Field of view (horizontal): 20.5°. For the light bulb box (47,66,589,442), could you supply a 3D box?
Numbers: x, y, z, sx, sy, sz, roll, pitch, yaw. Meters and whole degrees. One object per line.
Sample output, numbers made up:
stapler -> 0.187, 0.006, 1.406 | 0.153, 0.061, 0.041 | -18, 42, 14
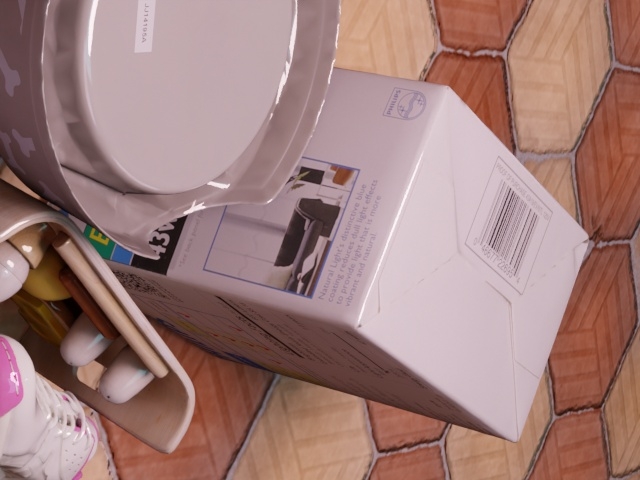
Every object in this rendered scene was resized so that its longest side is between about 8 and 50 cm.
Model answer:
light bulb box -> 0.000, 0.000, 1.649 | 0.358, 0.361, 0.225 | 39, 69, -55

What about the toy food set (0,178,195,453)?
toy food set -> -0.249, 0.045, 1.454 | 0.092, 0.220, 0.306 | -48, 138, -18

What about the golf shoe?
golf shoe -> -0.249, 0.147, 1.462 | 0.140, 0.115, 0.306 | -14, 159, -22

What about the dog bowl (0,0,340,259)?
dog bowl -> -0.124, -0.164, 1.358 | 0.349, 0.102, 0.348 | -24, 121, -50
